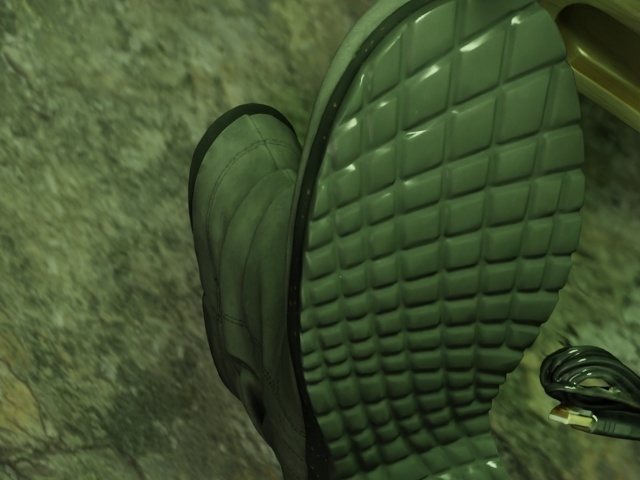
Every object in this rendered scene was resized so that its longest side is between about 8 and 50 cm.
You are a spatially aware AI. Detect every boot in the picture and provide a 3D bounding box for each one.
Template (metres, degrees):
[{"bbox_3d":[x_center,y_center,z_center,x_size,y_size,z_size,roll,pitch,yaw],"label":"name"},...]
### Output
[{"bbox_3d":[0.000,0.000,0.789,0.223,0.118,0.338,-124,31,-46],"label":"boot"}]

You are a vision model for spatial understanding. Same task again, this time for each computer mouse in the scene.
[{"bbox_3d":[0.173,0.025,0.723,0.106,0.042,0.193,16,140,-25],"label":"computer mouse"}]

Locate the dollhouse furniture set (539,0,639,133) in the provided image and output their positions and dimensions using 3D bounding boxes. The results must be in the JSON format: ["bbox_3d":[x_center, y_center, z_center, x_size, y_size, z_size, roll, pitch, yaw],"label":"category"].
[{"bbox_3d":[0.106,-0.080,0.650,0.144,0.123,0.151,37,141,17],"label":"dollhouse furniture set"}]
